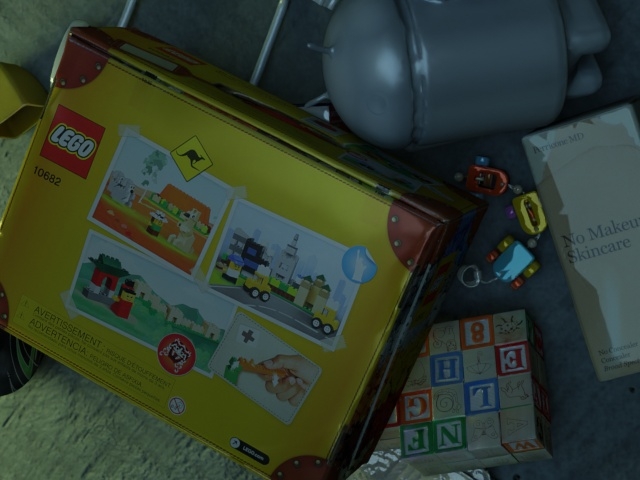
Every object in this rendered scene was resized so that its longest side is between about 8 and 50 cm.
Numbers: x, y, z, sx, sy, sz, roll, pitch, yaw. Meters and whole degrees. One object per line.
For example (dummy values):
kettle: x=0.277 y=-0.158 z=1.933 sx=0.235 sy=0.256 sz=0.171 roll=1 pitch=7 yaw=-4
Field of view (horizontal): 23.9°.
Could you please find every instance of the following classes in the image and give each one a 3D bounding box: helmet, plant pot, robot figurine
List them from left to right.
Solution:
helmet: x=-0.458 y=0.135 z=2.086 sx=0.169 sy=0.169 sz=0.162 roll=9 pitch=85 yaw=15
plant pot: x=-0.425 y=-0.196 z=2.055 sx=0.081 sy=0.081 sz=0.083 roll=-32 pitch=79 yaw=20
robot figurine: x=0.155 y=-0.217 z=1.772 sx=0.353 sy=0.200 sz=0.300 roll=-9 pitch=139 yaw=-8

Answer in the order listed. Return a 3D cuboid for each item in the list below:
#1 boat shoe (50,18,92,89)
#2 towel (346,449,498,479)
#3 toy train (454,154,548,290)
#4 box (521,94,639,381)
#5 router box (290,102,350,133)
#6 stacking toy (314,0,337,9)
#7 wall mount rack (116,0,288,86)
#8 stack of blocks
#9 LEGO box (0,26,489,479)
boat shoe: x=-0.321 y=-0.184 z=2.031 sx=0.075 sy=0.083 sz=0.226 roll=18 pitch=117 yaw=4
towel: x=0.090 y=0.365 z=2.008 sx=0.187 sy=0.049 sz=0.282 roll=38 pitch=108 yaw=8
toy train: x=0.228 y=-0.021 z=1.903 sx=0.125 sy=0.046 sz=0.166 roll=7 pitch=98 yaw=17
box: x=0.361 y=-0.005 z=1.822 sx=0.148 sy=0.121 sz=0.311 roll=-19 pitch=94 yaw=20
router box: x=-0.124 y=-0.022 z=1.935 sx=0.335 sy=0.082 sz=0.301 roll=1 pitch=98 yaw=20
stacking toy: x=0.104 y=-0.332 z=1.838 sx=0.221 sy=0.052 sz=0.167 roll=23 pitch=109 yaw=-19
wall mount rack: x=-0.152 y=-0.335 z=1.927 sx=0.350 sy=0.130 sz=0.304 roll=24 pitch=137 yaw=13
stack of blocks: x=0.133 y=0.203 z=1.905 sx=0.297 sy=0.087 sz=0.171 roll=-11 pitch=63 yaw=19
LEGO box: x=-0.116 y=0.017 z=1.789 sx=0.500 sy=0.193 sz=0.373 roll=28 pitch=106 yaw=14
